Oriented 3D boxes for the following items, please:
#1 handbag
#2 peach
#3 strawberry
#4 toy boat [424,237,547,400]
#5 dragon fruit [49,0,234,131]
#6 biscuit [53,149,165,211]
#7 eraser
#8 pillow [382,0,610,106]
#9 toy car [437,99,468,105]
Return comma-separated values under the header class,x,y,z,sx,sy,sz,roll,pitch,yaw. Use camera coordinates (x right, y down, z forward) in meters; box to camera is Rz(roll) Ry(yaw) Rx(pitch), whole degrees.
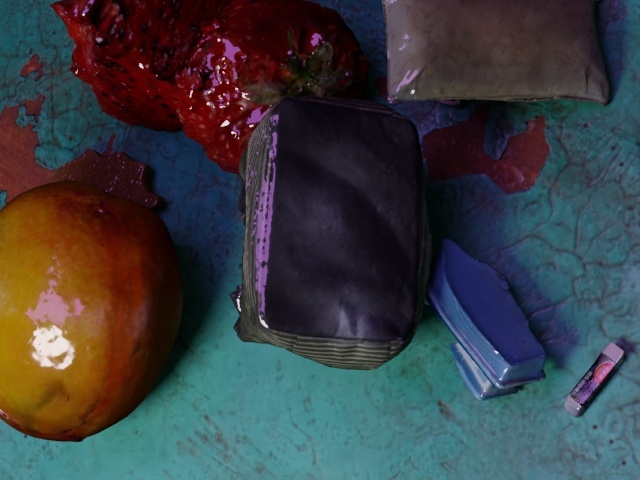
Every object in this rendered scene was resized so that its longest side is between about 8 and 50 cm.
class,x,y,z,sx,sy,sz,roll,pitch,yaw
handbag,0.000,0.000,1.769,0.240,0.247,0.340,147,127,-67
peach,-0.350,0.102,1.946,0.373,0.290,0.372,-10,71,31
strawberry,-0.084,-0.219,1.946,0.274,0.274,0.220,-60,31,-1
toy boat,0.189,0.100,1.744,0.238,0.109,0.098,59,142,34
dragon fruit,-0.270,-0.344,2.052,0.228,0.329,0.286,10,79,40
biscuit,-0.330,-0.053,2.148,0.215,0.034,0.182,-1,73,29
eraser,0.329,0.168,1.672,0.027,0.019,0.099,40,94,35
pillow,0.228,-0.257,1.788,0.302,0.075,0.185,-1,70,-9
toy car,0.169,-0.267,1.875,0.112,0.112,0.139,37,94,36
